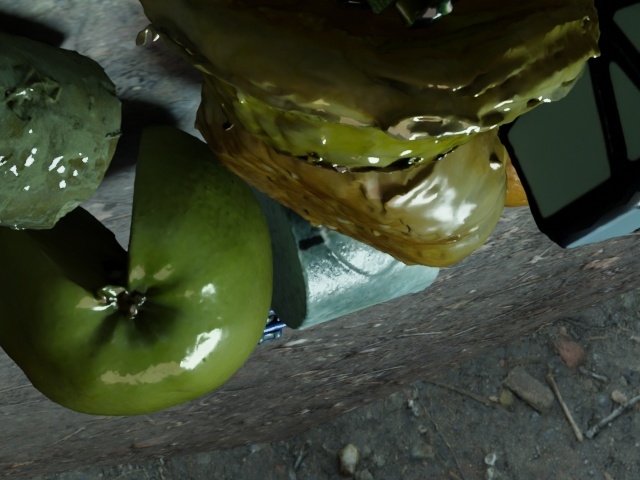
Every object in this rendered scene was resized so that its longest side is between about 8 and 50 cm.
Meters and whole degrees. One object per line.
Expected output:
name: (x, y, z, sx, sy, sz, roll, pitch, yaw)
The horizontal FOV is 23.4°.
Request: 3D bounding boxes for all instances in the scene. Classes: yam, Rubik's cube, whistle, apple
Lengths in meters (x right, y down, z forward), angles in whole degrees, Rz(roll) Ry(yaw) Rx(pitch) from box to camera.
yam: (-0.276, -0.092, 1.174, 0.161, 0.161, 0.268, -24, 162, 25)
Rubik's cube: (0.307, -0.184, 1.236, 0.283, 0.288, 0.293, -9, 161, -39)
whistle: (-0.012, -0.029, 1.774, 0.168, 0.188, 0.405, -18, -160, -20)
apple: (-0.186, 0.030, 1.492, 0.292, 0.291, 0.254, -17, -164, -1)

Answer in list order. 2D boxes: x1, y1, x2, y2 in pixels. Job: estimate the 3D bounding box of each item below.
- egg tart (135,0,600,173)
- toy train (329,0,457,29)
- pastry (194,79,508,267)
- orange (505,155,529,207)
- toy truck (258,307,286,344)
egg tart: (0.028, -0.142, 1.041, 0.341, 0.341, 0.132, -9, 126, -29)
toy train: (0.032, -0.233, 0.904, 0.137, 0.225, 0.090, -29, 175, -32)
pastry: (0.043, -0.106, 1.360, 0.285, 0.184, 0.316, 22, 172, 24)
orange: (0.189, -0.124, 1.537, 0.206, 0.206, 0.206, -16, 166, -4)
toy truck: (-0.080, 0.072, 2.031, 0.113, 0.126, 0.208, -16, 177, -13)
